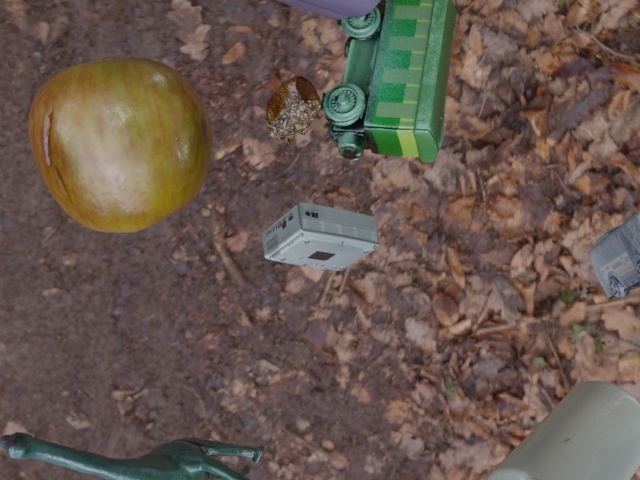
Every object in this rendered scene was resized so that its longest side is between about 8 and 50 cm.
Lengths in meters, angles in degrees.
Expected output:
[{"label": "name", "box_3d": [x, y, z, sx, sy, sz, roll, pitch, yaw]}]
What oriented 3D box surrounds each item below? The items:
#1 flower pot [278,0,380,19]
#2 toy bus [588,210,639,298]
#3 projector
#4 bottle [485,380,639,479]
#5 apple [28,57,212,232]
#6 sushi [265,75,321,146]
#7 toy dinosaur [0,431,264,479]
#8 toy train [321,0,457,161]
[{"label": "flower pot", "box_3d": [-0.014, -0.439, 1.020, 0.243, 0.265, 0.265, 26, 120, -31]}, {"label": "toy bus", "box_3d": [0.469, 0.018, 1.054, 0.091, 0.262, 0.109, -23, 76, -3]}, {"label": "projector", "box_3d": [0.000, 0.000, 1.134, 0.147, 0.061, 0.115, 10, 152, -33]}, {"label": "bottle", "box_3d": [0.240, 0.241, 0.735, 0.104, 0.245, 0.104, 25, 127, 37]}, {"label": "apple", "box_3d": [-0.283, -0.132, 1.063, 0.264, 0.264, 0.264, 5, 112, 13]}, {"label": "sushi", "box_3d": [-0.034, -0.161, 0.929, 0.120, 0.052, 0.055, -39, 67, 54]}, {"label": "toy dinosaur", "box_3d": [-0.253, 0.316, 1.059, 0.330, 0.383, 0.129, 20, 80, -4]}, {"label": "toy train", "box_3d": [0.116, -0.274, 1.215, 0.202, 0.120, 0.301, 6, 72, 14]}]
